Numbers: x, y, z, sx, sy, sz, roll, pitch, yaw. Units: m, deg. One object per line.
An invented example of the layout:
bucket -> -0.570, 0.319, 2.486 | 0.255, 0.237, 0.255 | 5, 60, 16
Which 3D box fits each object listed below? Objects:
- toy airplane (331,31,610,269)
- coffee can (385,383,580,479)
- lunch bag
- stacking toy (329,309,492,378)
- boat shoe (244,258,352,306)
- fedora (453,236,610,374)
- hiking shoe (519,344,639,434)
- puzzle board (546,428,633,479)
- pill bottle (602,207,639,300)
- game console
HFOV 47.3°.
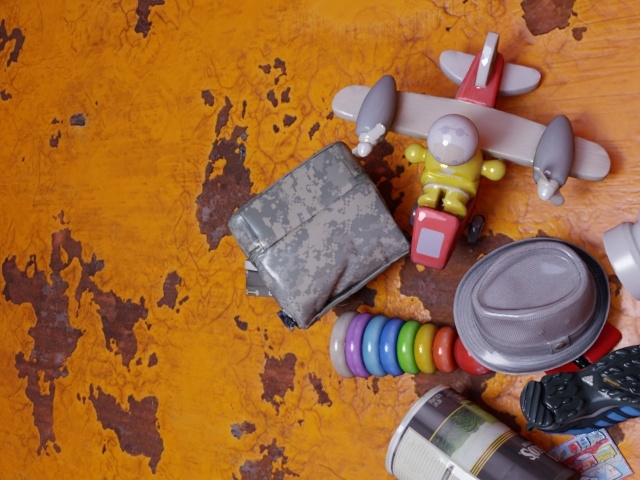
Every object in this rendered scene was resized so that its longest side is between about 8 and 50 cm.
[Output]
toy airplane -> 0.256, -0.187, 1.297 | 0.386, 0.272, 0.385 | -29, 81, 13
coffee can -> 0.281, 0.412, 1.290 | 0.275, 0.201, 0.202 | 31, 106, 35
lunch bag -> 0.000, 0.000, 1.443 | 0.305, 0.212, 0.256 | -35, 77, -7
stacking toy -> 0.188, 0.214, 1.425 | 0.330, 0.141, 0.141 | 0, 88, 32
boat shoe -> -0.051, 0.108, 1.617 | 0.304, 0.109, 0.091 | 12, 100, 39
fedora -> 0.353, 0.094, 1.253 | 0.275, 0.124, 0.244 | -17, 61, 15
hiking shoe -> 0.486, 0.252, 1.217 | 0.303, 0.132, 0.113 | -13, 60, 14
puzzle board -> 0.464, 0.391, 1.278 | 0.128, 0.011, 0.096 | -41, 65, 28
pill bottle -> 0.597, -0.023, 1.103 | 0.301, 0.169, 0.169 | -31, 70, 31
game console -> 0.437, 0.175, 1.308 | 0.144, 0.085, 0.124 | 46, 145, 29
